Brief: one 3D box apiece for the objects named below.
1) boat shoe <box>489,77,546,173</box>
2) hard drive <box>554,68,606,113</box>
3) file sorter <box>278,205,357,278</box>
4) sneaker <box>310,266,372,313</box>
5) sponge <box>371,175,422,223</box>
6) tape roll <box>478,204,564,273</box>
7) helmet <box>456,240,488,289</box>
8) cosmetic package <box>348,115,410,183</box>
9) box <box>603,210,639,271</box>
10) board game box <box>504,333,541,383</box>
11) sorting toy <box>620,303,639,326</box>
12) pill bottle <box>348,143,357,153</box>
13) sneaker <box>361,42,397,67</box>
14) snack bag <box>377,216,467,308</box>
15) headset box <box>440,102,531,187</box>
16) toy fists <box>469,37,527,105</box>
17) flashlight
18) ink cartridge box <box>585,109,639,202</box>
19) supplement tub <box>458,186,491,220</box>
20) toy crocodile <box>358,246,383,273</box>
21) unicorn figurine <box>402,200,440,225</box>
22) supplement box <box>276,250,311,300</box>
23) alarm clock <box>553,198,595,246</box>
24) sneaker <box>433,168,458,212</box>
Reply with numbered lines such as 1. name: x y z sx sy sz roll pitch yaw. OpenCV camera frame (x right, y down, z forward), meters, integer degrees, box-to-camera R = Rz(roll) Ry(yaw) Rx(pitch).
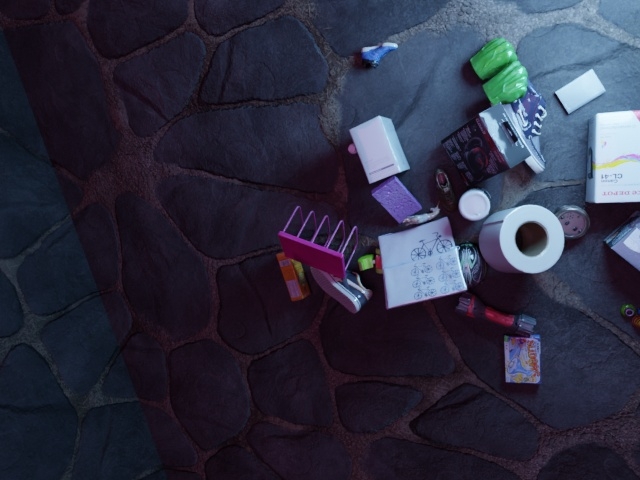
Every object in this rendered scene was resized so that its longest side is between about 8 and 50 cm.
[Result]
1. boat shoe: 0.762 -0.422 1.689 0.158 0.127 0.341 -32 88 30
2. hard drive: 0.925 -0.530 1.666 0.135 0.022 0.094 -32 89 23
3. file sorter: 0.000 0.000 2.006 0.290 0.202 0.182 20 64 16
4. sneaker: 0.093 0.190 2.082 0.321 0.127 0.126 39 149 32
5. sponge: 0.312 -0.164 1.900 0.117 0.031 0.210 -33 127 23
6. tape roll: 0.734 -0.001 1.718 0.245 0.169 0.247 0 87 -6
7. helmet: 0.581 0.101 1.843 0.169 0.162 0.170 11 128 14
8. cosmetic package: 0.237 -0.358 1.848 0.138 0.224 0.225 -19 93 22
9. box: 1.164 0.038 1.631 0.247 0.142 0.163 42 112 7
10. board game box: 0.826 0.484 1.908 0.136 0.035 0.202 -3 100 21
11. sorting toy: 1.172 0.281 1.733 0.102 0.042 0.061 42 112 8
12. pill bottle: 0.142 -0.385 1.954 0.043 0.083 0.044 4 103 19
13. sneaker: 0.234 -0.731 1.860 0.152 0.058 0.085 0 95 25
14. snack bag: 0.390 0.081 1.845 0.322 0.037 0.343 -17 57 24
15. headset box: 0.596 -0.339 1.684 0.110 0.293 0.218 -30 89 -17
16. toy fists: 0.647 -0.602 1.664 0.142 0.096 0.280 -35 51 36
17. flashlight: 0.703 0.294 1.880 0.303 0.103 0.103 19 104 17
18. ink cartridge box: 1.051 -0.283 1.601 0.225 0.131 0.307 0 94 18
19. supplement tub: 0.590 -0.143 1.780 0.116 0.190 0.117 4 102 19
20. toy crocodile: 0.329 0.095 1.974 0.340 0.105 0.115 4 103 19
21. unicorn figurine: 0.417 -0.095 1.909 0.111 0.161 0.060 -17 103 49
22. supplement box: -0.123 0.158 2.165 0.080 0.078 0.234 -13 97 34
23. alarm clock: 0.942 -0.080 1.735 0.129 0.064 0.192 39 108 9
24. sneaker: 0.496 -0.196 1.866 0.066 0.071 0.189 -22 92 16
